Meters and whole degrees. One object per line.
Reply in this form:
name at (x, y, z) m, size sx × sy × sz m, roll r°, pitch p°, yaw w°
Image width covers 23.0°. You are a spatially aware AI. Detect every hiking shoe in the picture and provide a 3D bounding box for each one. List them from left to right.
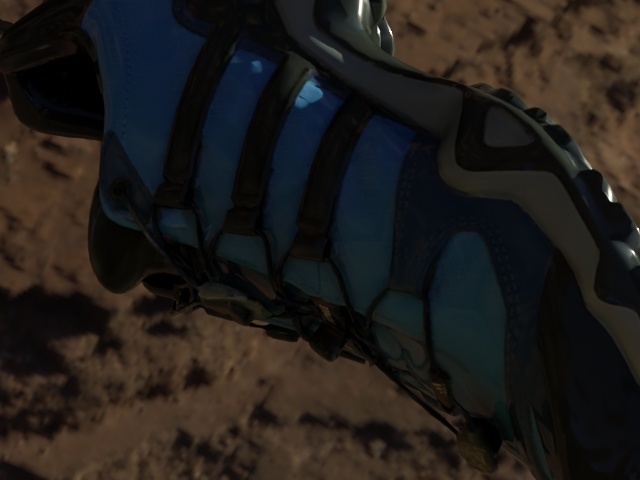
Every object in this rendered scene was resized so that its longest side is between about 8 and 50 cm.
hiking shoe at (0.000, 0.000, 0.496) m, size 0.132 × 0.113 × 0.304 m, roll -31°, pitch 48°, yaw -9°
